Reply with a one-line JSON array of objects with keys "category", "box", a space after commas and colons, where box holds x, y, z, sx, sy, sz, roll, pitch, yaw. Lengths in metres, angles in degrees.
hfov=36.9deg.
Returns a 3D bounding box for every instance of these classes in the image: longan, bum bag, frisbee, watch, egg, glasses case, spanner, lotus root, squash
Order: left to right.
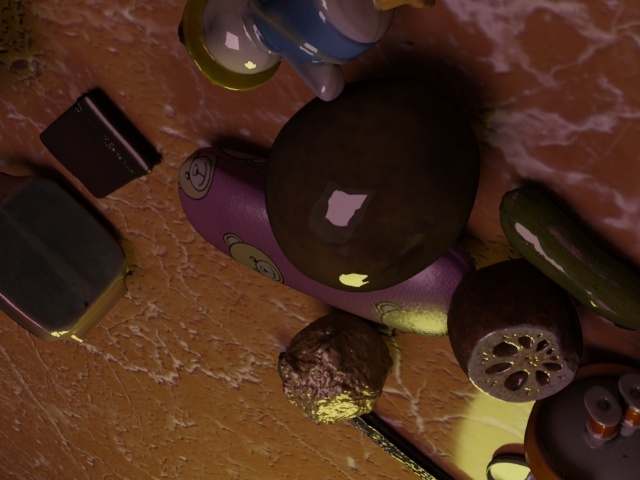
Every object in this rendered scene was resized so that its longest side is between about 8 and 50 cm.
[{"category": "watch", "box": [-0.394, 0.024, 1.238, 0.253, 0.162, 0.241, 48, 151, -14]}, {"category": "bum bag", "box": [-0.252, -0.100, 1.070, 0.109, 0.026, 0.159, 47, 144, -16]}, {"category": "glasses case", "box": [0.000, 0.000, 0.922, 0.316, 0.076, 0.123, 22, 141, 20]}, {"category": "egg", "box": [0.017, 0.139, 1.034, 0.116, 0.118, 0.140, 40, 140, 26]}, {"category": "longan", "box": [0.041, -0.045, 0.761, 0.167, 0.167, 0.187, 45, 141, -12]}, {"category": "spanner", "box": [0.075, 0.243, 1.184, 0.325, 0.026, 0.093, 40, 146, -6]}, {"category": "lotus root", "box": [0.166, 0.083, 0.832, 0.112, 0.081, 0.122, -20, 128, 18]}, {"category": "frisbee", "box": [0.241, 0.283, 1.096, 0.110, 0.014, 0.110, 23, 144, 18]}, {"category": "squash", "box": [0.218, 0.023, 0.788, 0.183, 0.052, 0.052, 38, 145, -8]}]

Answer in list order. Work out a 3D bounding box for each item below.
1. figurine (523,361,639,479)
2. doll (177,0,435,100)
[{"category": "figurine", "box": [0.257, 0.205, 0.893, 0.143, 0.143, 0.271, 17, 139, 27]}, {"category": "doll", "box": [-0.024, -0.176, 0.723, 0.241, 0.099, 0.135, -10, 124, 50]}]
